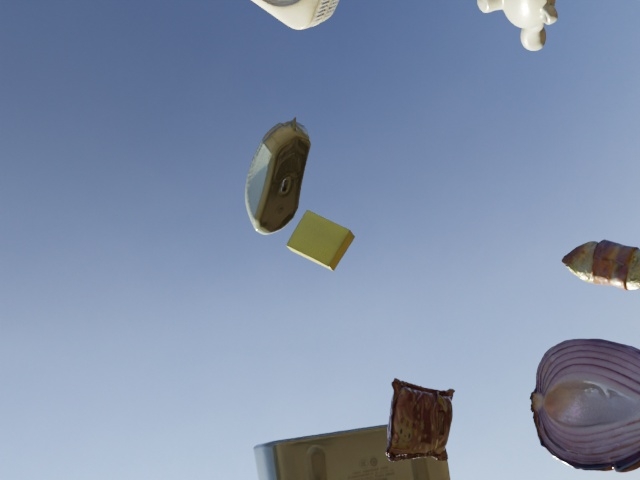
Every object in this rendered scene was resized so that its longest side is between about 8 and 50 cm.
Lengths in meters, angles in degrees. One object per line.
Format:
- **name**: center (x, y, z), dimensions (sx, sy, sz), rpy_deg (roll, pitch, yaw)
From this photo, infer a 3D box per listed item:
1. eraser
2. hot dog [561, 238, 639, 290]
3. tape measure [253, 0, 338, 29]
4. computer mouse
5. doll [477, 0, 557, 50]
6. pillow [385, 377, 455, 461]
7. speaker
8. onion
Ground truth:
- **eraser**: center (0.000, 0.000, 1.205), dimensions (0.097, 0.122, 0.045), rpy_deg (-60, -27, -10)
- **hot dog**: center (0.778, 0.066, 1.425), dimensions (0.093, 0.261, 0.123), rpy_deg (17, -89, -48)
- **tape measure**: center (-0.038, -0.541, 0.938), dimensions (0.133, 0.231, 0.271), rpy_deg (-46, -7, -45)
- **computer mouse**: center (-0.065, -0.095, 0.761), dimensions (0.089, 0.056, 0.182), rpy_deg (-27, -38, -46)
- **doll**: center (0.350, -0.504, 1.006), dimensions (0.311, 0.159, 0.243), rpy_deg (-1, -99, -80)
- **pillow**: center (0.150, 0.273, 0.816), dimensions (0.185, 0.043, 0.118), rpy_deg (26, -115, -44)
- **speaker**: center (0.074, 0.494, 1.139), dimensions (0.406, 0.183, 0.184), rpy_deg (-1, -111, -21)
- **onion**: center (0.518, 0.290, 0.936), dimensions (0.120, 0.283, 0.227), rpy_deg (25, -113, -34)
